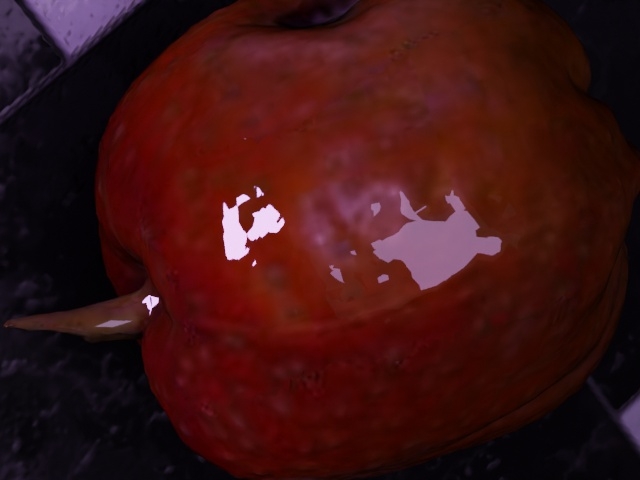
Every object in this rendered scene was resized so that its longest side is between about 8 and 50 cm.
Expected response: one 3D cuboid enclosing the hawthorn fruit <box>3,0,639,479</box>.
[{"bbox_3d":[0.022,-0.008,0.905,0.262,0.258,0.258,-45,113,9],"label":"hawthorn fruit"}]
